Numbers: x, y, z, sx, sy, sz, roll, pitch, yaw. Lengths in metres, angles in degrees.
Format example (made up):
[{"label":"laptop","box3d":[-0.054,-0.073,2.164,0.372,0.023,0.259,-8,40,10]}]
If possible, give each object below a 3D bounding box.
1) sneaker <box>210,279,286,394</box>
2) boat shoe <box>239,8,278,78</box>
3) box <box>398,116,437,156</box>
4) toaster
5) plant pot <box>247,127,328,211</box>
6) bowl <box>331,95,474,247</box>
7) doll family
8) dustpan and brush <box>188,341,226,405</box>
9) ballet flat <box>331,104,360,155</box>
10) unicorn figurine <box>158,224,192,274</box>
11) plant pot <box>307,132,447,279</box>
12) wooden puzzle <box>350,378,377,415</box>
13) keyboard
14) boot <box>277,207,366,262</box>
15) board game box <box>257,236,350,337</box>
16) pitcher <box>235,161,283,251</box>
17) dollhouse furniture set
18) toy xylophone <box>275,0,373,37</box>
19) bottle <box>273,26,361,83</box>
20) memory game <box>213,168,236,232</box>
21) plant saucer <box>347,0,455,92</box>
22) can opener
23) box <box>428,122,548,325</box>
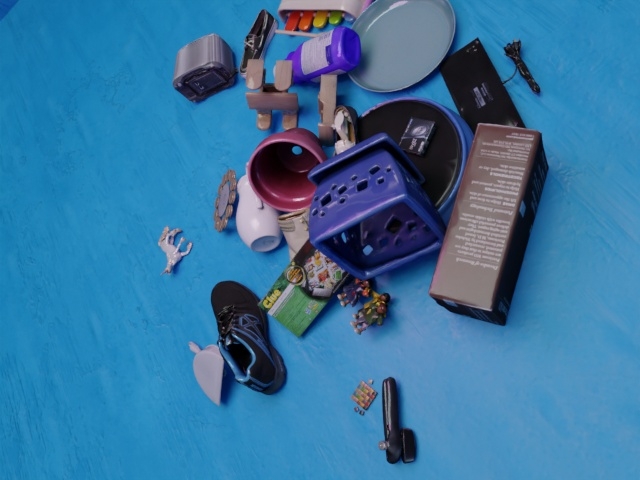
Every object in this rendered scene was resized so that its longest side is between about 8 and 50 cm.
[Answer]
[{"label":"sneaker","box3d":[-0.203,0.227,1.523,0.125,0.140,0.340,-41,57,11]},{"label":"boat shoe","box3d":[-0.207,-0.612,1.863,0.078,0.070,0.219,17,82,33]},{"label":"box","box3d":[0.227,-0.244,1.408,0.067,0.018,0.083,24,87,36]},{"label":"toaster","box3d":[-0.362,-0.552,1.897,0.227,0.129,0.146,-19,62,25]},{"label":"plant pot","box3d":[-0.069,-0.200,1.539,0.201,0.201,0.180,-23,25,21]},{"label":"bowl","box3d":[0.188,-0.172,1.468,0.391,0.077,0.390,-11,69,30]},{"label":"doll family","box3d":[0.110,0.131,1.419,0.111,0.076,0.193,-41,55,17]},{"label":"dustpan and brush","box3d":[-0.306,0.323,1.590,0.211,0.060,0.147,24,114,37]},{"label":"ballet flat","box3d":[0.061,-0.249,1.485,0.074,0.074,0.203,-12,68,26]},{"label":"unicorn figurine","box3d":[-0.439,0.031,1.783,0.111,0.060,0.162,-50,40,6]},{"label":"plant pot","box3d":[0.115,-0.079,1.300,0.236,0.236,0.212,-25,55,23]},{"label":"wooden puzzle","box3d":[0.100,0.358,1.383,0.049,0.006,0.083,34,92,34]},{"label":"keyboard","box3d":[0.422,-0.362,1.440,0.202,0.033,0.317,-30,61,25]},{"label":"boot","box3d":[0.000,0.000,1.477,0.213,0.077,0.165,-4,113,31]},{"label":"board game box","box3d":[-0.030,0.105,1.459,0.136,0.030,0.259,38,112,0]},{"label":"pitcher","box3d":[-0.169,-0.090,1.598,0.126,0.177,0.207,-11,61,-9]},{"label":"dollhouse furniture set","box3d":[-0.079,-0.355,1.620,0.242,0.212,0.160,2,70,2]},{"label":"toy xylophone","box3d":[-0.007,-0.684,1.767,0.323,0.081,0.236,24,86,34]},{"label":"bottle","box3d":[-0.016,-0.501,1.674,0.283,0.092,0.118,-6,79,45]},{"label":"memory game","box3d":[-0.271,-0.113,1.701,0.186,0.012,0.186,-37,48,56]},{"label":"plant saucer","box3d":[0.213,-0.533,1.612,0.318,0.044,0.317,-11,68,27]},{"label":"can opener","box3d":[0.157,0.395,1.317,0.059,0.073,0.186,130,139,-54]},{"label":"box","box3d":[0.359,-0.030,1.257,0.143,0.191,0.381,15,81,28]}]
